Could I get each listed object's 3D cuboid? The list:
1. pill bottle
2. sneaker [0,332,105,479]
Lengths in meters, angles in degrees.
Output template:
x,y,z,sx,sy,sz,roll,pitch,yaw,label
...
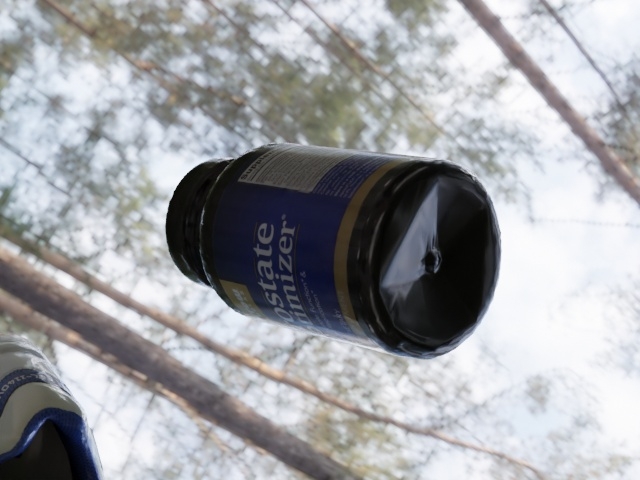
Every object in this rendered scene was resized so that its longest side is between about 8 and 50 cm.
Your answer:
x,y,z,sx,sy,sz,roll,pitch,yaw,label
0.000,0.000,0.910,0.219,0.123,0.123,9,-108,48,pill bottle
-0.179,0.210,0.867,0.112,0.296,0.131,-18,-158,-27,sneaker
